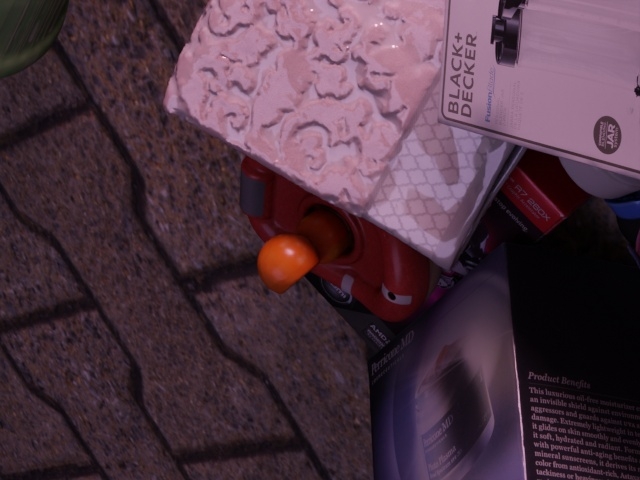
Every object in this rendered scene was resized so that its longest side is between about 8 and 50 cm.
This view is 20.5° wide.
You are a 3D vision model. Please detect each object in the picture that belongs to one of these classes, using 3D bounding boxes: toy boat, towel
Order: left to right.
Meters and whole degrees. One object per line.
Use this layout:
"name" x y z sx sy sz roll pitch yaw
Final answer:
"toy boat" 0.000 0.000 1.694 0.231 0.151 0.151 30 140 24
"towel" 0.059 -0.180 1.548 0.317 0.053 0.332 31 112 4

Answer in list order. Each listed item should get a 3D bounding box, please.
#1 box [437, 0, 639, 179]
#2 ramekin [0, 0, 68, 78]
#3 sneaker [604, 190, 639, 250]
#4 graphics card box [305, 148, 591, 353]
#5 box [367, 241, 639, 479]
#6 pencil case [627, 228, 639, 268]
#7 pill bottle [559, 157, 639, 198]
"box" 0.224 -0.144 1.365 0.290 0.087 0.169 22 116 45
"ramekin" -0.381 -0.328 1.839 0.303 0.303 0.148 47 137 3
"sneaker" 0.358 -0.024 1.535 0.232 0.081 0.090 -3 129 50
"graphics card box" 0.097 -0.046 1.761 0.233 0.094 0.371 47 144 2
"box" 0.185 0.202 1.692 0.183 0.294 0.296 12 149 -22
"pencil case" 0.370 0.055 1.460 0.124 0.124 0.284 5 155 43
"pill bottle" 0.304 -0.115 1.457 0.131 0.131 0.229 55 143 -7
